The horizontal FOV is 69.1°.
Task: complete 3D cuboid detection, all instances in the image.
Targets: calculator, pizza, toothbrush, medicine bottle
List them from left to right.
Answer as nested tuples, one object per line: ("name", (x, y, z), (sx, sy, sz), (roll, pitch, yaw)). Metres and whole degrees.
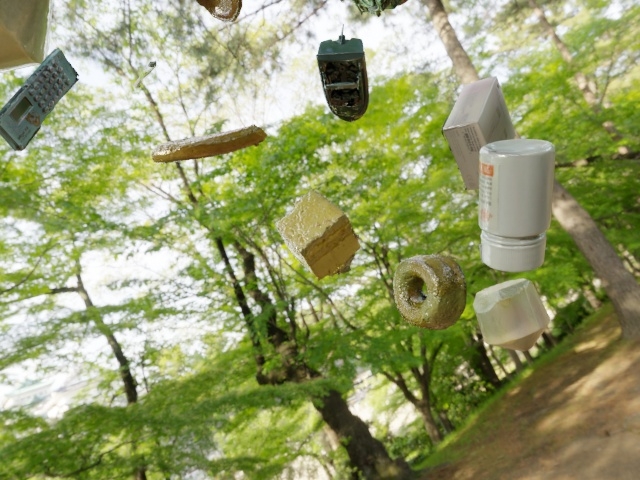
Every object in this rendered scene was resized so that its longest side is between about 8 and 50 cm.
("calculator", (-0.394, -0.200, 0.653), (0.018, 0.171, 0.057), (1, -37, 15))
("toothbrush", (-0.599, -0.563, 1.585), (0.026, 0.022, 0.263), (-11, 5, -32))
("pizza", (-0.267, -0.229, 1.116), (0.271, 0.056, 0.134), (-17, 19, -15))
("medicine bottle", (0.395, -0.071, 0.947), (0.145, 0.251, 0.144), (-7, 19, 3))

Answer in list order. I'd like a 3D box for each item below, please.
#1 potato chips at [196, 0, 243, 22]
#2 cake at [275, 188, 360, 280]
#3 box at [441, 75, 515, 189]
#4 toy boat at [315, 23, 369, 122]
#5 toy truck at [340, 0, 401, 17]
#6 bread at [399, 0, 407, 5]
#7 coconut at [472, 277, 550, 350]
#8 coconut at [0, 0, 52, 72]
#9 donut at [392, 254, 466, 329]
("potato chips", (-0.226, -0.574, 1.042), (0.049, 0.150, 0.202), (-50, 11, -17))
("cake", (0.000, 0.000, 1.755), (0.222, 0.227, 0.286), (-39, -43, -8))
("box", (0.439, -0.293, 1.274), (0.106, 0.203, 0.251), (-7, 38, 39))
("toy boat", (0.051, -0.304, 0.933), (0.093, 0.103, 0.246), (0, -16, 8))
("toy truck", (0.103, -0.587, 1.067), (0.128, 0.259, 0.135), (-49, -43, 1))
("bread", (0.213, -0.806, 1.359), (0.139, 0.077, 0.271), (-47, -27, 18))
("coconut", (0.684, 0.274, 1.659), (0.239, 0.244, 0.239), (-18, -6, -2))
("coconut", (-0.605, -0.432, 0.784), (0.323, 0.322, 0.323), (-23, -14, -6))
("donut", (0.328, 0.160, 1.483), (0.107, 0.271, 0.272), (4, -27, -31))
